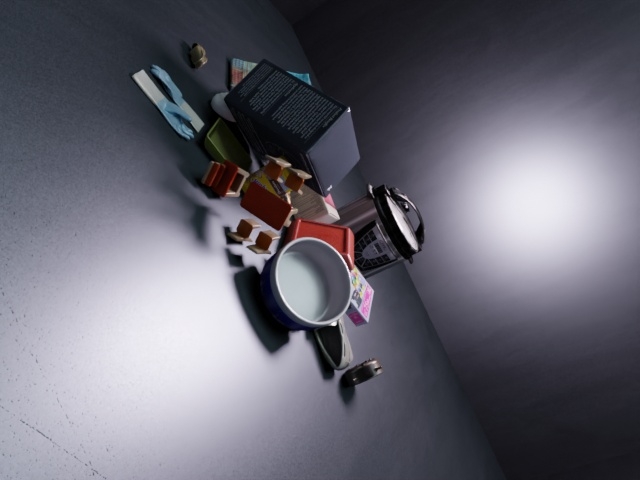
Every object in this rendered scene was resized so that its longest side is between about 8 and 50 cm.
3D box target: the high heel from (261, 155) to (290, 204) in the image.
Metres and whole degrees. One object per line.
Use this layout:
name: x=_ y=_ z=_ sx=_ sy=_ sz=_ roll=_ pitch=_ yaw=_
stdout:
high heel: x=-0.115 y=-0.277 z=1.793 sx=0.093 sy=0.186 sz=0.261 roll=21 pitch=45 yaw=-64

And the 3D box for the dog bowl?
dog bowl: x=-0.041 y=0.130 z=1.359 sx=0.264 sy=0.104 sz=0.265 roll=14 pitch=64 yaw=-29

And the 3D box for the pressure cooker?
pressure cooker: x=0.264 y=-0.048 z=2.138 sx=0.370 sy=0.420 sz=0.376 roll=29 pitch=39 yaw=-61

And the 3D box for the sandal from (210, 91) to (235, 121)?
sandal: x=-0.288 y=-0.497 z=1.795 sx=0.169 sy=0.102 sz=0.416 roll=52 pitch=28 yaw=15

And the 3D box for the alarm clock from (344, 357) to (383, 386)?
alarm clock: x=0.146 y=0.457 z=1.595 sx=0.192 sy=0.129 sz=0.064 roll=98 pitch=-31 yaw=-70

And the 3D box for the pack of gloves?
pack of gloves: x=-0.430 y=-0.419 z=1.362 sx=0.232 sy=0.046 sz=0.195 roll=54 pitch=21 yaw=-26

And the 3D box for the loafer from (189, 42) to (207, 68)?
loafer: x=-0.448 y=-0.670 z=1.660 sx=0.050 sy=0.056 sz=0.148 roll=45 pitch=15 yaw=-42

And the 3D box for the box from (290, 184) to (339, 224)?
box: x=-0.040 y=-0.169 z=1.908 sx=0.127 sy=0.148 sz=0.232 roll=23 pitch=43 yaw=-64

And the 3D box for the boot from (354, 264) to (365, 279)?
boot: x=0.059 y=0.167 z=1.806 sx=0.338 sy=0.118 sz=0.223 roll=39 pitch=32 yaw=-31

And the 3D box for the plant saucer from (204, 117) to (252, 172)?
plant saucer: x=-0.309 y=-0.290 z=1.508 sx=0.188 sy=0.045 sz=0.188 roll=54 pitch=19 yaw=-26

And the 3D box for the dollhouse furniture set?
dollhouse furniture set: x=-0.196 y=-0.125 z=1.303 sx=0.259 sy=0.262 sz=0.135 roll=32 pitch=11 yaw=19

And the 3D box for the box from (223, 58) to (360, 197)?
box: x=-0.090 y=-0.384 z=1.590 sx=0.395 sy=0.212 sz=0.293 roll=37 pitch=-11 yaw=23

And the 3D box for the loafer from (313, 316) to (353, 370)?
loafer: x=0.024 y=0.272 z=1.524 sx=0.320 sy=0.112 sz=0.111 roll=68 pitch=10 yaw=13

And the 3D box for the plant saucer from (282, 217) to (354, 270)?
plant saucer: x=0.000 y=0.000 z=1.664 sx=0.259 sy=0.258 sz=0.048 roll=-82 pitch=-176 yaw=-60

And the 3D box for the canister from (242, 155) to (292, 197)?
canister: x=-0.171 y=-0.195 z=1.553 sx=0.126 sy=0.170 sz=0.073 roll=59 pitch=18 yaw=-10

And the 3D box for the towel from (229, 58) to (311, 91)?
towel: x=-0.208 y=-0.689 z=1.995 sx=0.370 sy=0.040 sz=0.271 roll=6 pitch=44 yaw=-17

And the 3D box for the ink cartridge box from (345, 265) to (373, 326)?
ink cartridge box: x=0.085 y=0.146 z=1.696 sx=0.311 sy=0.065 sz=0.186 roll=50 pitch=31 yaw=-20
